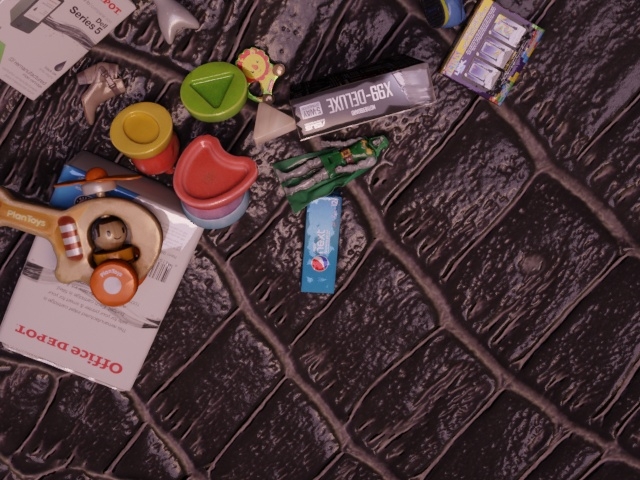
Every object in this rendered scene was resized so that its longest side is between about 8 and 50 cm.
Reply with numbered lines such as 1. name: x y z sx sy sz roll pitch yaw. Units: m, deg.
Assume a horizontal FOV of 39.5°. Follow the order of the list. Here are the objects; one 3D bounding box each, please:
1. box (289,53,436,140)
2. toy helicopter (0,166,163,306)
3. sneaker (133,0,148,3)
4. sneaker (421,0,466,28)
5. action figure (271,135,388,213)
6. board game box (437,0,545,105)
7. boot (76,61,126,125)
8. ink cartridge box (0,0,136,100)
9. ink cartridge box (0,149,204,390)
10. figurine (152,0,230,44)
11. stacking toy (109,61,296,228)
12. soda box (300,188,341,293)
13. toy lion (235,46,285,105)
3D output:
1. box: 0.066 -0.269 1.632 0.243 0.307 0.076 -15 104 1
2. toy helicopter: -0.456 -0.041 1.599 0.355 0.140 0.235 16 103 -4
3. sneaker: -0.326 -0.474 1.692 0.083 0.031 0.035 -12 127 1
4. sneaker: 0.226 -0.510 1.697 0.082 0.069 0.209 -22 101 -30
5. action figure: 0.028 -0.155 1.778 0.232 0.137 0.063 -24 150 -4
6. board game box: 0.333 -0.372 1.748 0.141 0.048 0.170 27 105 -9
7. boot: -0.424 -0.289 1.740 0.087 0.042 0.118 -11 115 -8
8. ink cartridge box: -0.506 -0.418 1.607 0.273 0.114 0.198 -39 145 9
9. ink cartridge box: -0.432 0.062 1.785 0.286 0.166 0.394 24 104 -10
10. figurine: -0.254 -0.494 1.628 0.215 0.092 0.209 -35 96 4
11. stacking toy: -0.210 -0.178 1.713 0.279 0.130 0.309 -42 65 -15
12. soda box: 0.000 0.000 1.841 0.071 0.067 0.210 3 108 -4
13. toy lion: -0.124 -0.326 1.750 0.096 0.034 0.100 20 106 -2
